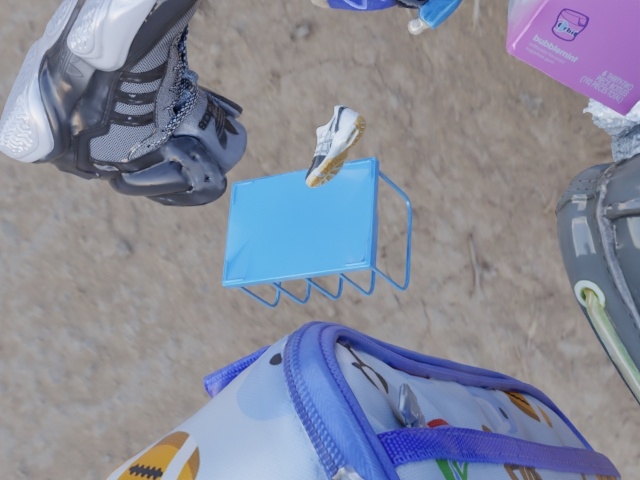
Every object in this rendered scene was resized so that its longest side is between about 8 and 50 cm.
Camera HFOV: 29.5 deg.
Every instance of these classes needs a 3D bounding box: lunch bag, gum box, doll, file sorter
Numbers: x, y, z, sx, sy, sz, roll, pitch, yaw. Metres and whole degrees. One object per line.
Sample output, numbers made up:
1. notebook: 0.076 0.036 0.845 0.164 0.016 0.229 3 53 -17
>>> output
1. lunch bag: 0.063 0.143 0.414 0.115 0.303 0.243 -36 65 14
2. gum box: 0.141 -0.156 0.548 0.062 0.107 0.188 27 38 -10
3. doll: 0.079 -0.248 1.081 0.189 0.046 0.129 6 98 32
4. file sorter: 0.000 0.000 1.273 0.170 0.104 0.118 -8 64 27

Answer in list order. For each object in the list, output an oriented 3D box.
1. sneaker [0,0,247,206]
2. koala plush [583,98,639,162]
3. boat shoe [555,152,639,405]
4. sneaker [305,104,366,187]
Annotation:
1. sneaker: -0.100 -0.111 0.805 0.153 0.268 0.101 27 53 -24
2. koala plush: 0.343 -0.099 1.011 0.221 0.196 0.203 -17 46 19
3. boat shoe: 0.189 0.069 0.449 0.091 0.305 0.109 -1 52 43
4. sneaker: 0.008 -0.089 1.142 0.037 0.032 0.083 41 103 24
